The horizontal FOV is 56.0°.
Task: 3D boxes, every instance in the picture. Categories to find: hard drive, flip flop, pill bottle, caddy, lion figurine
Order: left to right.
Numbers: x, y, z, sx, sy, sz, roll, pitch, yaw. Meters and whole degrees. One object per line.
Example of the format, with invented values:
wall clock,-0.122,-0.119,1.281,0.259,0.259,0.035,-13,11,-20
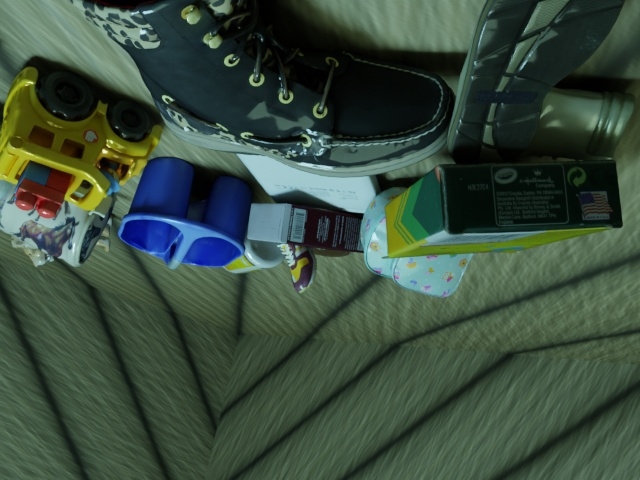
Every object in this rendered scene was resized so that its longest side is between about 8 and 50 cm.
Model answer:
lion figurine,-0.632,-0.044,1.457,0.240,0.142,0.392,6,160,-19
caddy,-0.279,-0.028,1.233,0.242,0.179,0.341,16,163,-18
pill bottle,-0.170,0.015,1.404,0.117,0.117,0.215,21,162,-29
hard drive,-0.021,-0.126,0.974,0.210,0.040,0.318,7,163,16
flip flop,0.188,-0.176,0.576,0.112,0.080,0.277,4,149,-2

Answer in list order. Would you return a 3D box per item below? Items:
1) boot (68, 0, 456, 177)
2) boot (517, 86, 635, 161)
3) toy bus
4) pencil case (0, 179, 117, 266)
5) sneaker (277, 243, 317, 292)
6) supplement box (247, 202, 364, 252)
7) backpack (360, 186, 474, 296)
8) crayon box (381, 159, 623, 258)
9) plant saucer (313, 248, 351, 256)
boot,-0.055,-0.193,0.626,0.378,0.138,0.284,12,164,19
boot,0.265,-0.119,0.738,0.165,0.077,0.213,9,157,5
toy bus,-0.370,-0.118,0.905,0.220,0.211,0.149,20,147,-33
pencil case,-0.552,-0.106,1.042,0.411,0.159,0.183,26,151,-3
sneaker,-0.058,0.018,1.224,0.084,0.185,0.069,17,142,-29
supplement box,-0.001,-0.020,1.142,0.240,0.073,0.130,8,179,-35
backpack,0.163,0.000,1.012,0.189,0.144,0.165,14,126,-4
crayon box,0.204,-0.029,0.786,0.203,0.081,0.318,-2,173,-8
plant saucer,0.000,0.000,1.390,0.199,0.036,0.198,11,163,3
